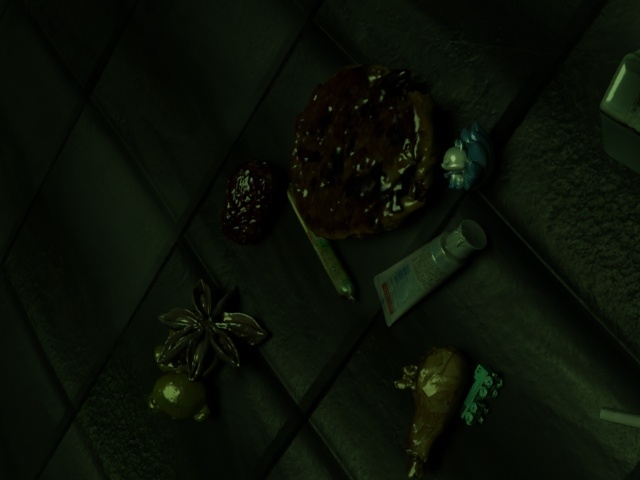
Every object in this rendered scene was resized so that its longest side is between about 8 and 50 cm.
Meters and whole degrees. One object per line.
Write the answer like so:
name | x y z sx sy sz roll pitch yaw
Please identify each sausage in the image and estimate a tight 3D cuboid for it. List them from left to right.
sausage | 0.000 0.000 1.841 0.033 0.033 0.269 -48 54 29

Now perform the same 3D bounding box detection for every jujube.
jujube | -0.125 -0.065 1.939 0.104 0.104 0.165 37 122 42

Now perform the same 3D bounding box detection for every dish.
dish | 0.423 -0.166 1.341 0.181 0.080 0.243 -65 20 15

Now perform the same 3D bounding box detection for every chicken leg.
chicken leg | 0.155 0.253 1.610 0.101 0.085 0.207 18 100 22

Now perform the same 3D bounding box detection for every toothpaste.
toothpaste | 0.160 0.046 1.665 0.234 0.057 0.089 -39 56 42

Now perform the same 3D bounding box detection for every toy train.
toy train | 0.231 0.227 1.580 0.045 0.029 0.092 46 117 47

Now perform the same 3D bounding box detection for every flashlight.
flashlight | 0.407 0.234 1.408 0.083 0.018 0.018 7 87 45

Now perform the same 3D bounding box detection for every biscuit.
biscuit | 0.073 -0.143 1.759 0.334 0.081 0.289 0 84 49

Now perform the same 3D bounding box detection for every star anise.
star anise | -0.211 0.173 1.959 0.197 0.073 0.212 -33 53 -6

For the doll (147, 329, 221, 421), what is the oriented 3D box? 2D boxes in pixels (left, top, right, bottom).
doll | -0.247 0.236 2.031 0.137 0.097 0.209 5 69 15

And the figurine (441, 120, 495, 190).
figurine | 0.220 -0.127 1.606 0.079 0.114 0.114 6 90 0
